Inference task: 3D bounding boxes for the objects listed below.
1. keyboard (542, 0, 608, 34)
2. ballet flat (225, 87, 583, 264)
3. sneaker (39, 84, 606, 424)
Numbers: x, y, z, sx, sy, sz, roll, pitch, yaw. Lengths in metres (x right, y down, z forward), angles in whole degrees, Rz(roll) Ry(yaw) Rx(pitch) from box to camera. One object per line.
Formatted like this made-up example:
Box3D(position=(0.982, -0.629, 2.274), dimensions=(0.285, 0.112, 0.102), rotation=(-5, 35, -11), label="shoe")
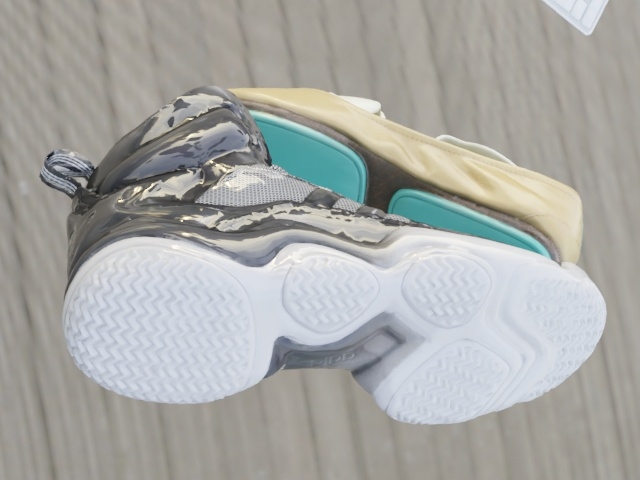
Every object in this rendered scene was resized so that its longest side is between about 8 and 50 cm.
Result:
Box3D(position=(0.096, -0.207, 1.052), dimensions=(0.256, 0.014, 0.072), rotation=(31, 80, -39), label="keyboard")
Box3D(position=(0.040, -0.038, 1.037), dimensions=(0.080, 0.232, 0.073), rotation=(107, 11, -47), label="ballet flat")
Box3D(position=(0.000, 0.000, 0.862), dimensions=(0.268, 0.101, 0.153), rotation=(4, 38, -25), label="sneaker")
